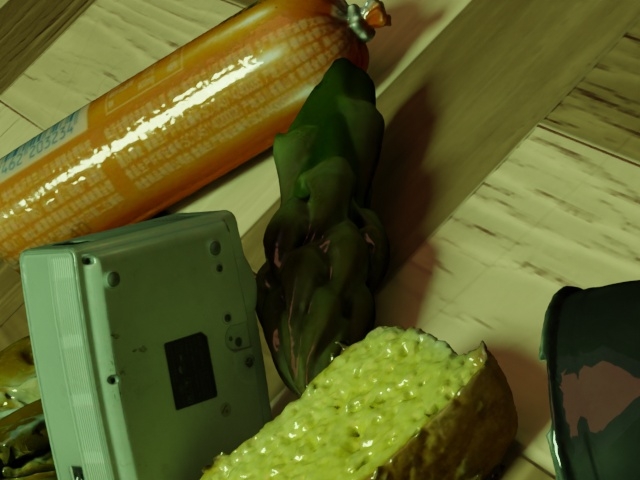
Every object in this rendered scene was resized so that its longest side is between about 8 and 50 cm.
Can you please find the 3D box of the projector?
[{"bbox_3d":[-0.085,0.066,1.036,0.061,0.147,0.115,-3,9,45],"label":"projector"}]

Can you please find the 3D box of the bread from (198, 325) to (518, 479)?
[{"bbox_3d":[0.011,0.116,0.975,0.187,0.065,0.103,-45,28,-3],"label":"bread"}]

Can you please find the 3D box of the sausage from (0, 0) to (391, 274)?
[{"bbox_3d":[-0.088,-0.081,1.330,0.312,0.093,0.093,-30,31,20],"label":"sausage"}]

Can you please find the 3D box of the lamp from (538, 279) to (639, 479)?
[{"bbox_3d":[0.215,0.064,0.749,0.227,0.147,0.172,-17,50,24],"label":"lamp"}]

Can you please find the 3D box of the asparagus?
[{"bbox_3d":[0.000,0.000,1.135,0.080,0.080,0.287,-29,33,21],"label":"asparagus"}]

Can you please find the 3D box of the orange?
[{"bbox_3d":[-0.154,0.119,1.120,0.169,0.112,0.160,-8,24,-7],"label":"orange"}]
